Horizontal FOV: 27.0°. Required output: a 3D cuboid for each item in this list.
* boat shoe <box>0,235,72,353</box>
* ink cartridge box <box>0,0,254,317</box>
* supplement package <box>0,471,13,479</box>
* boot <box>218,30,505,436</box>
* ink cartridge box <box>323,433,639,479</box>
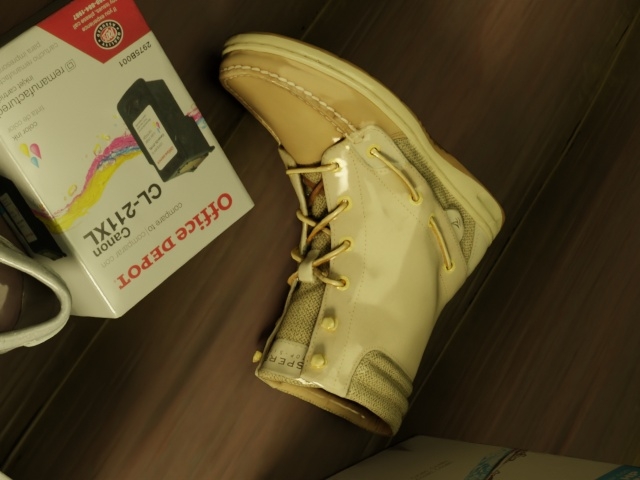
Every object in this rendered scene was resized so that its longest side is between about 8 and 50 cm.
[{"bbox_3d":[-0.293,0.013,0.706,0.320,0.103,0.118,14,82,-35],"label":"boat shoe"},{"bbox_3d":[-0.141,-0.057,0.832,0.127,0.072,0.175,-42,112,-29],"label":"ink cartridge box"},{"bbox_3d":[-0.216,0.178,0.758,0.179,0.105,0.105,44,66,-27],"label":"supplement package"},{"bbox_3d":[0.000,0.000,0.922,0.262,0.095,0.203,39,70,-33],"label":"boot"},{"bbox_3d":[0.103,0.264,0.882,0.197,0.270,0.198,-21,102,-35],"label":"ink cartridge box"}]
